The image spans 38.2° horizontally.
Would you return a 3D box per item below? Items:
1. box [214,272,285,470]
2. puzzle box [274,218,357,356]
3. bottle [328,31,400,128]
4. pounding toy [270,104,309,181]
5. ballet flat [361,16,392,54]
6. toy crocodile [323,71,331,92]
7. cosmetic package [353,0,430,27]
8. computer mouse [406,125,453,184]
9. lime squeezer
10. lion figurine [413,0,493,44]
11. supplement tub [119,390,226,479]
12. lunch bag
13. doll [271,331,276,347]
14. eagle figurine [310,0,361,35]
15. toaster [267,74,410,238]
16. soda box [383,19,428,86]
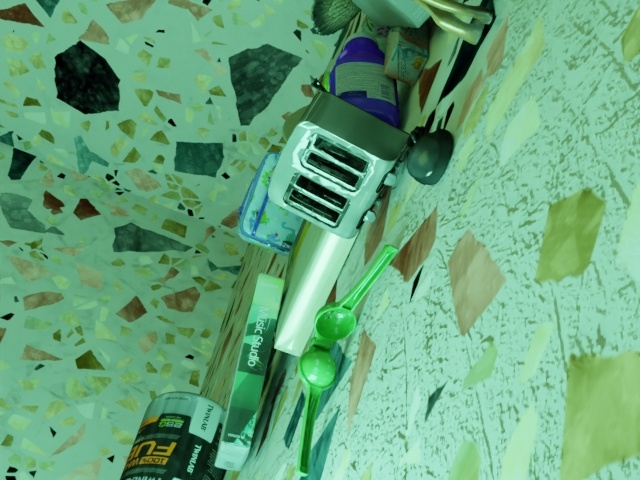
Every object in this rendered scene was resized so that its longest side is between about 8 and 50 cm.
[{"bbox_3d":[-0.133,0.250,1.728,0.232,0.059,0.322,112,169,-65],"label":"box"},{"bbox_3d":[0.000,0.000,1.719,0.409,0.052,0.272,-85,17,-66],"label":"puzzle box"},{"bbox_3d":[0.072,-0.262,1.582,0.282,0.118,0.092,-90,5,-50],"label":"bottle"},{"bbox_3d":[0.021,-0.135,1.594,0.237,0.183,0.110,-69,-18,-47],"label":"pounding toy"},{"bbox_3d":[0.118,-0.417,2.041,0.221,0.077,0.079,117,154,-69],"label":"ballet flat"},{"bbox_3d":[0.049,-0.251,1.866,0.340,0.115,0.105,119,151,-56],"label":"toy crocodile"},{"bbox_3d":[0.134,-0.432,1.536,0.127,0.107,0.238,-48,22,4],"label":"cosmetic package"},{"bbox_3d":[0.126,-0.120,1.188,0.242,0.041,0.071,-100,31,-78],"label":"computer mouse"},{"bbox_3d":[0.020,0.149,1.209,0.110,0.059,0.310,18,84,53],"label":"lime squeezer"},{"bbox_3d":[0.132,-0.422,1.231,0.392,0.240,0.142,-79,12,-51],"label":"lion figurine"},{"bbox_3d":[-0.316,0.507,1.956,0.338,0.207,0.207,-77,11,-46],"label":"supplement tub"},{"bbox_3d":[-0.088,-0.081,2.108,0.090,0.176,0.219,141,151,-76],"label":"lunch bag"},{"bbox_3d":[-0.134,0.276,1.925,0.129,0.046,0.189,119,170,-50],"label":"doll"},{"bbox_3d":[0.103,-0.557,1.941,0.226,0.225,0.298,103,174,-50],"label":"eagle figurine"},{"bbox_3d":[0.022,-0.117,1.373,0.168,0.186,0.110,-62,0,38],"label":"toaster"},{"bbox_3d":[0.148,-0.334,1.582,0.183,0.058,0.063,-81,14,-57],"label":"soda box"}]
